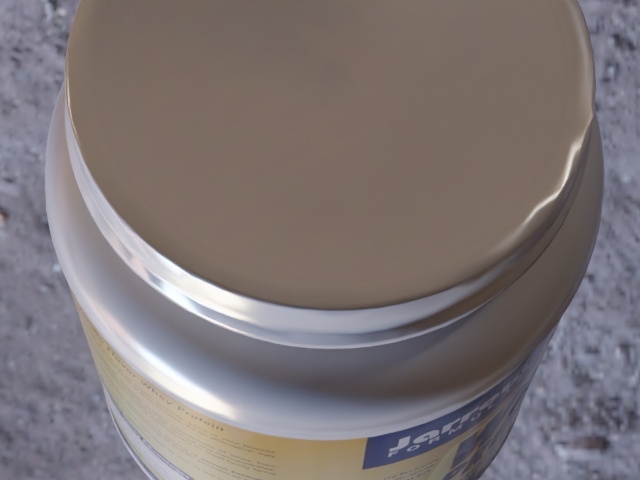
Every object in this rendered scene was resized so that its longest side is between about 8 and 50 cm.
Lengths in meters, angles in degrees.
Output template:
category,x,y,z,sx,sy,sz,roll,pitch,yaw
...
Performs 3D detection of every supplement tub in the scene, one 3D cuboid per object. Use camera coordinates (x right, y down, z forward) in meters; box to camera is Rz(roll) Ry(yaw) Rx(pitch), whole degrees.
category,x,y,z,sx,sy,sz,roll,pitch,yaw
supplement tub,0.000,0.000,0.685,0.228,0.228,0.316,7,156,2
